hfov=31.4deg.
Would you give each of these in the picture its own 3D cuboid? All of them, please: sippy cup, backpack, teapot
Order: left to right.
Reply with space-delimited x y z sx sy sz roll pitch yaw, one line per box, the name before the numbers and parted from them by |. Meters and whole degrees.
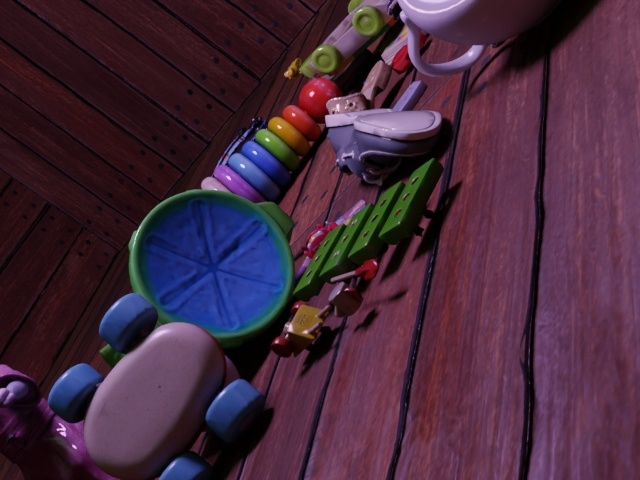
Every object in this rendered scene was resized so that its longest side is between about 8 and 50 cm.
sippy cup | -0.176 0.077 1.664 0.224 0.306 0.240 123 139 -59
backpack | -0.151 -0.157 2.412 0.173 0.117 0.158 -57 13 -15
teapot | 0.222 -0.342 1.416 0.256 0.187 0.252 2 79 49

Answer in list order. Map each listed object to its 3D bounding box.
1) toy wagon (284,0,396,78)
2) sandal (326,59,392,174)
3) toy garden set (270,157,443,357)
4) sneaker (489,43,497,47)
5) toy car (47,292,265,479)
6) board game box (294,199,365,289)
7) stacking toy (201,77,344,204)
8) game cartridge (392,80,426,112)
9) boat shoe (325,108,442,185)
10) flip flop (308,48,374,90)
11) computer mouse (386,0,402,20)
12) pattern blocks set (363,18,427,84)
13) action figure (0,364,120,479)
toy wagon | 0.064 -0.411 2.216 0.344 0.068 0.267 -38 14 37
sandal | 0.047 -0.214 1.868 0.088 0.079 0.240 -43 22 52
toy garden set | 0.045 0.035 1.340 0.244 0.049 0.203 -35 20 53
sneaker | 0.232 -0.287 1.556 0.035 0.031 0.083 -51 13 9
toy car | -0.181 0.210 1.470 0.210 0.219 0.238 -54 -17 1
board game box | 0.000 0.000 1.626 0.169 0.033 0.133 -40 18 45
stacking toy | -0.076 -0.180 2.214 0.330 0.141 0.141 -48 12 -2
game cartridge | 0.130 -0.209 1.755 0.083 0.017 0.056 -54 9 -3
boat shoe | 0.089 -0.129 1.582 0.319 0.116 0.099 -155 58 -71
flip flop | 0.022 -0.348 2.383 0.112 0.080 0.277 -58 13 -17
computer mouse | 0.220 -0.475 1.911 0.188 0.072 0.272 -52 21 -22
pattern blocks set | 0.181 -0.402 2.061 0.324 0.026 0.285 -57 14 -16
action figure | -0.403 0.261 1.619 0.248 0.370 0.275 -44 11 28
